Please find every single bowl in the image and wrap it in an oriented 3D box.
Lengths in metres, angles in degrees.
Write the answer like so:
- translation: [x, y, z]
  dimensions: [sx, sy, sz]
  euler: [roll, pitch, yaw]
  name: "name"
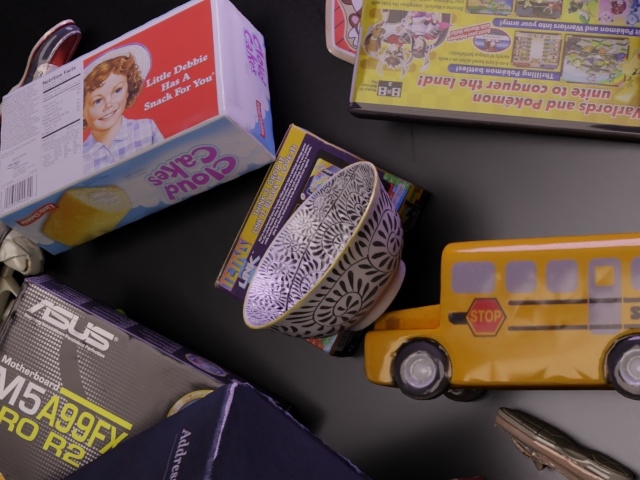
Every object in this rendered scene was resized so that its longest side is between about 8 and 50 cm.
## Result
- translation: [0.019, 0.024, 1.164]
  dimensions: [0.080, 0.170, 0.170]
  euler: [37, 104, -19]
  name: "bowl"

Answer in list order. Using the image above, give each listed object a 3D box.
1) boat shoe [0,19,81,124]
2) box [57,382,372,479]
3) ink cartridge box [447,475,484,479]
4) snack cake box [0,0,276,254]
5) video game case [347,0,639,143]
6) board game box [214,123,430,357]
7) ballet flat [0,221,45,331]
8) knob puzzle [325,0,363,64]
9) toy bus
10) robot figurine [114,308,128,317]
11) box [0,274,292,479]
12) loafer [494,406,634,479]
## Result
- translation: [-0.284, -0.164, 1.430]
  dimensions: [0.043, 0.049, 0.137]
  euler: [42, 105, 22]
  name: "boat shoe"
- translation: [-0.162, 0.433, 0.984]
  dimensions: [0.472, 0.297, 0.480]
  euler: [-33, 29, 34]
  name: "box"
- translation: [0.093, 0.307, 1.167]
  dimensions: [0.115, 0.067, 0.198]
  euler: [-16, 77, 25]
  name: "ink cartridge box"
- translation: [-0.179, -0.109, 1.324]
  dimensions: [0.264, 0.089, 0.152]
  euler: [-22, 54, 23]
  name: "snack cake box"
- translation: [0.172, -0.217, 1.191]
  dimensions: [0.275, 0.035, 0.248]
  euler: [7, 86, 17]
  name: "video game case"
- translation: [0.000, 0.000, 1.265]
  dimensions: [0.141, 0.048, 0.170]
  euler: [30, 97, 29]
  name: "board game box"
- translation: [-0.316, 0.037, 1.410]
  dimensions: [0.074, 0.074, 0.203]
  euler: [26, 102, 27]
  name: "ballet flat"
- translation: [0.079, -0.234, 1.265]
  dimensions: [0.213, 0.030, 0.213]
  euler: [-3, 83, 26]
  name: "knob puzzle"
- translation: [0.205, 0.065, 1.119]
  dimensions: [0.333, 0.108, 0.130]
  euler: [-3, 82, 27]
  name: "toy bus"
- translation: [-0.226, 0.111, 1.354]
  dimensions: [0.101, 0.067, 0.115]
  euler: [-36, 65, -15]
  name: "robot figurine"
- translation: [-0.193, 0.187, 1.281]
  dimensions: [0.270, 0.060, 0.216]
  euler: [28, 97, 5]
  name: "box"
- translation: [0.195, 0.182, 1.147]
  dimensions: [0.125, 0.045, 0.039]
  euler: [27, 103, 24]
  name: "loafer"
